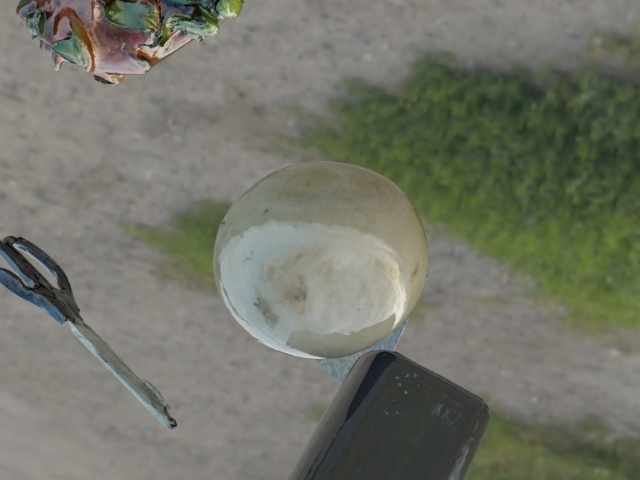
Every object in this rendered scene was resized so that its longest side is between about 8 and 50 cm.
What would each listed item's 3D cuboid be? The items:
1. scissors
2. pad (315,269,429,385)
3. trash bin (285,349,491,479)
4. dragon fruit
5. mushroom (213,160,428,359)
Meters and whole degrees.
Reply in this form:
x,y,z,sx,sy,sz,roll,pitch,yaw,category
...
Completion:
x,y,z,sx,sy,sz,roll,pitch,yaw,category
-0.248,0.092,1.575,0.300,0.022,0.109,42,-163,22,scissors
0.054,0.092,2.050,0.003,0.235,0.158,-8,-140,-45,pad
0.040,0.266,1.510,0.182,0.290,0.209,29,167,0,trash bin
-0.226,-0.277,1.787,0.269,0.200,0.198,18,130,51,dragon fruit
0.000,0.000,1.465,0.207,0.215,0.207,-1,126,-1,mushroom
